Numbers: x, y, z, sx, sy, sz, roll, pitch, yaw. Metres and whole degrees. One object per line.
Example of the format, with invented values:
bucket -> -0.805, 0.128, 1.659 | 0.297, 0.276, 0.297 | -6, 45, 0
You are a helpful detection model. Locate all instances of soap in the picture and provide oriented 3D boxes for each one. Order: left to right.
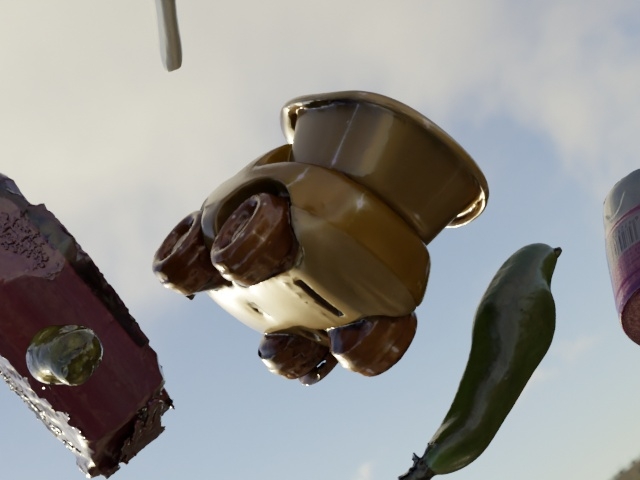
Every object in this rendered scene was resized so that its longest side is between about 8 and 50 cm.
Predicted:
soap -> -0.240, 0.077, 1.088 | 0.112, 0.289, 0.182 | -40, 16, -18

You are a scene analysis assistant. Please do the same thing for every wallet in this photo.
wallet -> -0.186, -0.291, 1.444 | 0.033, 0.095, 0.190 | -13, -36, -10

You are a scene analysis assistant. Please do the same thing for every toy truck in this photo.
toy truck -> 0.000, 0.000, 1.140 | 0.212, 0.204, 0.288 | -58, 20, -21

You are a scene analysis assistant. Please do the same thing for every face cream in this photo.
face cream -> 0.456, 0.021, 1.584 | 0.175, 0.195, 0.175 | 1, -43, 1

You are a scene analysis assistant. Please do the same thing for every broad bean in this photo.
broad bean -> 0.159, 0.119, 1.154 | 0.325, 0.075, 0.067 | -55, -31, -32

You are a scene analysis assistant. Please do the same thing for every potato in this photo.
potato -> -0.187, 0.084, 0.911 | 0.046, 0.045, 0.092 | -18, 6, -33
